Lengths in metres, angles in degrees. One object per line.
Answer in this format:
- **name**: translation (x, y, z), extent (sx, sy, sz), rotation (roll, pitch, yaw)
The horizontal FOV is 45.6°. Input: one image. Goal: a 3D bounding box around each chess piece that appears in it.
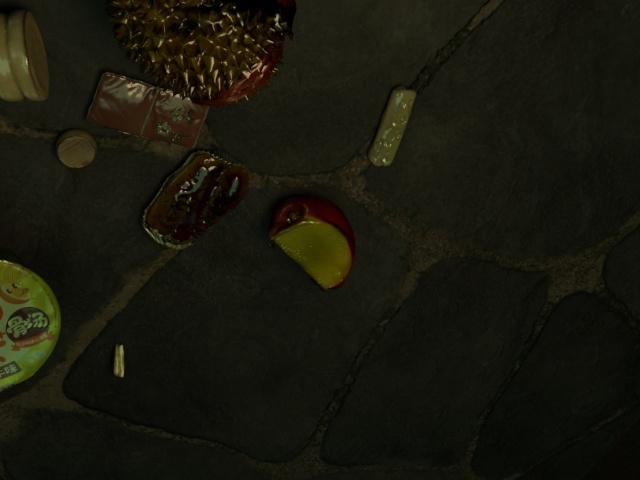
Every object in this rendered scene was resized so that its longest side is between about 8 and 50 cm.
- **chess piece**: translation (-0.507, -0.191, 1.582), extent (0.083, 0.038, 0.084), rotation (-10, 125, -14)
- **chess piece**: translation (-0.664, -0.321, 1.386), extent (0.299, 0.167, 0.167), rotation (-7, 125, -5)

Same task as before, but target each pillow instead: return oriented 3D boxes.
- **pillow**: translation (-0.354, -0.267, 1.574), extent (0.232, 0.043, 0.126), rotation (12, 120, -23)

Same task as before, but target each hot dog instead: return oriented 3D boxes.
- **hot dog**: translation (-0.277, -0.089, 1.698), extent (0.162, 0.082, 0.270), rotation (35, 109, -31)

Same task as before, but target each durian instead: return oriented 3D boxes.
- **durian**: translation (-0.204, -0.400, 1.339), extent (0.347, 0.347, 0.384), rotation (-28, 156, 2)

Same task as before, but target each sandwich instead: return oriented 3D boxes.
- **sandwich**: translation (-0.512, 0.304, 1.921), extent (0.031, 0.083, 0.044), rotation (7, 165, -27)

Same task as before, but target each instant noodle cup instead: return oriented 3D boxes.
- **instant noodle cup**: translation (-0.717, 0.140, 1.593), extent (0.311, 0.221, 0.311), rotation (-12, 117, -26)

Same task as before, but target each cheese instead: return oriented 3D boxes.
- **cheese**: translation (0.164, -0.259, 1.742), extent (0.065, 0.043, 0.194), rotation (9, 120, -21)

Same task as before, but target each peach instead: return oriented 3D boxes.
- **peach**: translation (0.004, -0.005, 1.793), extent (0.154, 0.159, 0.267), rotation (-31, 126, 18)
